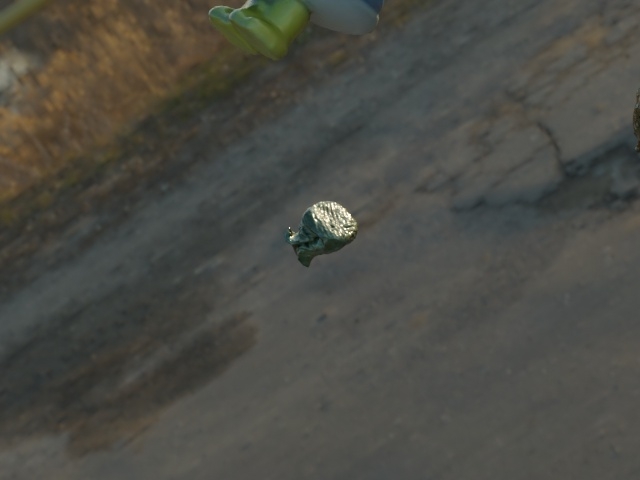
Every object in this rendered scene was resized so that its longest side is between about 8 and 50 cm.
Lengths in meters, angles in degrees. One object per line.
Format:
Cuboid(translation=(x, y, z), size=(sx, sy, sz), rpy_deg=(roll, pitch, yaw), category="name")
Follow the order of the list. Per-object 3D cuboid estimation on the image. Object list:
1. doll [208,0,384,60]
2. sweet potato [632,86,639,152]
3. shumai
Cuboid(translation=(0.022, -0.210, 0.794), size=(0.135, 0.099, 0.241), rpy_deg=(6, -73, -82), category="doll")
Cuboid(translation=(0.306, -0.127, 1.225), size=(0.068, 0.068, 0.226), rpy_deg=(-34, -16, -3), category="sweet potato")
Cuboid(translation=(0.000, 0.000, 1.795), size=(0.083, 0.082, 0.080), rpy_deg=(-115, 38, -45), category="shumai")
